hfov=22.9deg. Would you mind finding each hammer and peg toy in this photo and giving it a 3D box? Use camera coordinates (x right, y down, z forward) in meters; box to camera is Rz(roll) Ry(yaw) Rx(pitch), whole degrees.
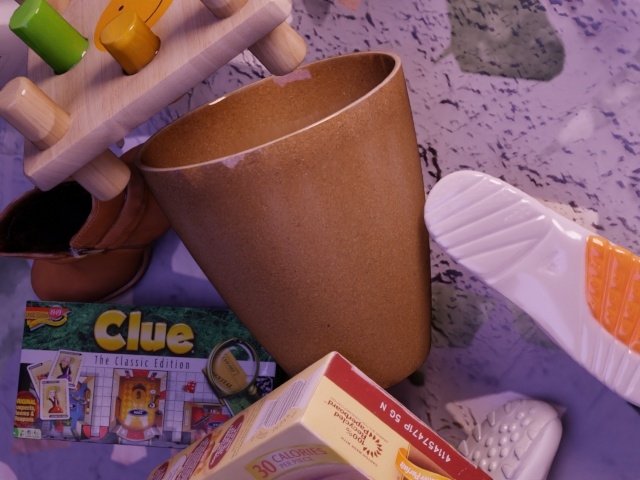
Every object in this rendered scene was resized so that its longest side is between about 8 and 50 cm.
[{"bbox_3d":[-0.142,-0.223,1.314,0.266,0.361,0.127,-33,127,19],"label":"hammer and peg toy"}]

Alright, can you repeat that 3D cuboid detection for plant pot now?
[{"bbox_3d":[0.000,0.000,1.348,0.237,0.237,0.254,-11,111,32],"label":"plant pot"}]

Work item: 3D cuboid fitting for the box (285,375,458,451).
[{"bbox_3d":[0.029,0.188,1.462,0.179,0.043,0.105,34,117,22],"label":"box"}]

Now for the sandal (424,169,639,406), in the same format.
[{"bbox_3d":[0.205,0.030,1.299,0.265,0.076,0.102,38,96,5],"label":"sandal"}]

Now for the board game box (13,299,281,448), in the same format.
[{"bbox_3d":[-0.164,0.129,1.503,0.259,0.030,0.136,1,79,15],"label":"board game box"}]

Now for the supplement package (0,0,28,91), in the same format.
[{"bbox_3d":[-0.378,-0.201,1.497,0.139,0.244,0.134,47,120,13],"label":"supplement package"}]

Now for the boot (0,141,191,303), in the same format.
[{"bbox_3d":[-0.227,0.000,1.465,0.283,0.220,0.109,-27,87,33],"label":"boot"}]

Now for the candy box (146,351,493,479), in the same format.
[{"bbox_3d":[-0.022,0.235,1.390,0.183,0.087,0.316,40,138,-12],"label":"candy box"}]

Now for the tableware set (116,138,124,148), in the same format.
[{"bbox_3d":[-0.175,-0.172,1.457,0.169,0.020,0.141,-55,36,14],"label":"tableware set"}]

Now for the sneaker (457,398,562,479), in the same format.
[{"bbox_3d":[0.152,0.245,1.384,0.094,0.090,0.235,26,104,-18],"label":"sneaker"}]
